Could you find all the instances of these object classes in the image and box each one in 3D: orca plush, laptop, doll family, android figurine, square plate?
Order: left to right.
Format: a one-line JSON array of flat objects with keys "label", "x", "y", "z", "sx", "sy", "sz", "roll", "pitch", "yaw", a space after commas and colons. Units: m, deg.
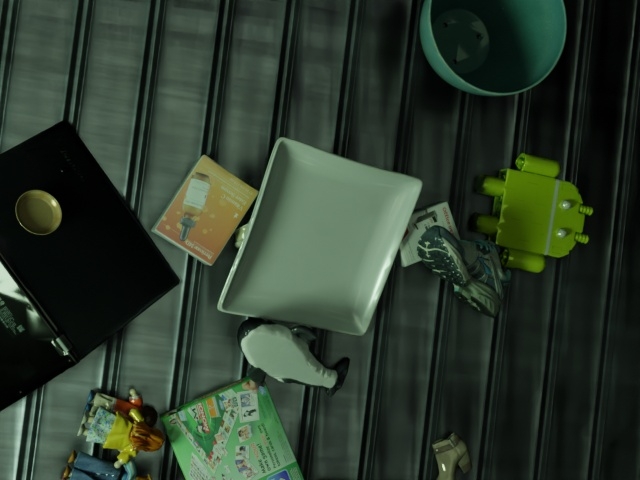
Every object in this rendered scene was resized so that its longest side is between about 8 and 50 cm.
[{"label": "laptop", "x": -0.558, "y": 0.058, "z": 1.658, "sx": 0.408, "sy": 0.236, "sz": 0.382, "roll": -32, "pitch": 98, "yaw": 16}, {"label": "doll family", "x": -0.378, "y": 0.407, "z": 1.650, "sx": 0.163, "sy": 0.118, "sz": 0.263, "roll": 19, "pitch": 86, "yaw": -13}, {"label": "orca plush", "x": -0.060, "y": 0.204, "z": 1.750, "sx": 0.287, "sy": 0.102, "sz": 0.151, "roll": 17, "pitch": 117, "yaw": -35}, {"label": "square plate", "x": 0.000, "y": 0.000, "z": 1.721, "sx": 0.347, "sy": 0.049, "sz": 0.344, "roll": 14, "pitch": 102, "yaw": -33}, {"label": "android figurine", "x": 0.456, "y": -0.056, "z": 1.915, "sx": 0.273, "sy": 0.056, "sz": 0.248, "roll": 12, "pitch": 86, "yaw": -13}]

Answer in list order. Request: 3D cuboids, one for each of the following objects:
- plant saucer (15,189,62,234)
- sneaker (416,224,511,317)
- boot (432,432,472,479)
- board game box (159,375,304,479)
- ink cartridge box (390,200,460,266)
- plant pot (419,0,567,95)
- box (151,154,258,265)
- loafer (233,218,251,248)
[{"label": "plant saucer", "x": -0.501, "y": -0.048, "z": 1.585, "sx": 0.083, "sy": 0.015, "sz": 0.083, "roll": 15, "pitch": 64, "yaw": -34}, {"label": "sneaker", "x": 0.297, "y": 0.037, "z": 1.815, "sx": 0.122, "sy": 0.110, "sz": 0.283, "roll": -56, "pitch": 133, "yaw": -12}, {"label": "boot", "x": 0.259, "y": 0.461, "z": 1.867, "sx": 0.118, "sy": 0.042, "sz": 0.087, "roll": -31, "pitch": 91, "yaw": -14}, {"label": "board game box", "x": -0.156, "y": 0.445, "z": 1.748, "sx": 0.213, "sy": 0.046, "sz": 0.317, "roll": -22, "pitch": 95, "yaw": -14}, {"label": "ink cartridge box", "x": 0.210, "y": -0.014, "z": 1.845, "sx": 0.135, "sy": 0.056, "sz": 0.099, "roll": -21, "pitch": 95, "yaw": -14}, {"label": "plant pot", "x": 0.318, "y": -0.424, "z": 1.807, "sx": 0.290, "sy": 0.195, "sz": 0.290, "roll": 0, "pitch": 90, "yaw": -15}, {"label": "box", "x": -0.222, "y": -0.056, "z": 1.712, "sx": 0.130, "sy": 0.091, "sz": 0.170, "roll": 33, "pitch": 81, "yaw": -13}, {"label": "loafer", "x": -0.072, "y": -0.083, "z": 1.752, "sx": 0.268, "sy": 0.102, "sz": 0.092, "roll": -38, "pitch": 90, "yaw": -11}]
